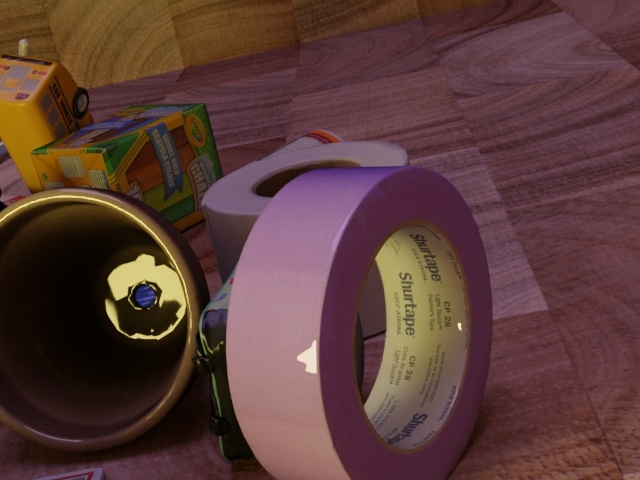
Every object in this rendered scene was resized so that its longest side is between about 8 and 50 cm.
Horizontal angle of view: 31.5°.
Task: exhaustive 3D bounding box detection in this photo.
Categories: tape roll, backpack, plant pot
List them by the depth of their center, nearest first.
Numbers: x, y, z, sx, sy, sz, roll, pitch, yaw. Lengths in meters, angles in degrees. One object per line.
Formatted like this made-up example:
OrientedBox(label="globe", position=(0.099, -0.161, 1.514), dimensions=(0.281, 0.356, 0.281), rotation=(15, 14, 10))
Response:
OrientedBox(label="tape roll", position=(0.042, 0.076, 0.938), dimensions=(0.090, 0.274, 0.275), rotation=(1, 24, 35))
OrientedBox(label="backpack", position=(-0.033, 0.099, 1.086), dimensions=(0.145, 0.165, 0.188), rotation=(-9, 23, 8))
OrientedBox(label="plant pot", position=(-0.221, 0.074, 1.219), dimensions=(0.263, 0.263, 0.229), rotation=(-9, 1, 11))
OrientedBox(label="tape roll", position=(0.000, 0.000, 1.336), dimensions=(0.246, 0.169, 0.246), rotation=(-12, 20, 4))

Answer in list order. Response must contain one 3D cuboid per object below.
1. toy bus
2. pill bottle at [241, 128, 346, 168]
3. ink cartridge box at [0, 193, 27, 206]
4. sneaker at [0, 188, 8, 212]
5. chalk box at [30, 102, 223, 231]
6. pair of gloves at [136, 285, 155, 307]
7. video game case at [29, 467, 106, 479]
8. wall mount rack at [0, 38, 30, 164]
OrientedBox(label="toy bus", position=(-0.435, -0.160, 1.867), dimensions=(0.108, 0.332, 0.130), rotation=(10, 56, 17))
OrientedBox(label="pill bottle", position=(-0.051, -0.071, 1.637), dimensions=(0.121, 0.121, 0.221), rotation=(4, 26, 40))
OrientedBox(label="ink cartridge box", position=(-0.563, -0.002, 1.798), dimensions=(0.237, 0.100, 0.172), rotation=(6, 26, 45))
OrientedBox(label="sneaker", position=(-0.500, -0.003, 1.554), dimensions=(0.350, 0.148, 0.131), rotation=(-3, 22, -2))
OrientedBox(label="chalk box", position=(-0.274, -0.111, 1.804), dimensions=(0.179, 0.180, 0.289), rotation=(4, 27, 40))
OrientedBox(label="pair of gloves", position=(-0.281, 0.069, 1.544), dimensions=(0.159, 0.023, 0.198), rotation=(-17, 20, -12))
OrientedBox(label="video game case", position=(-0.298, 0.289, 0.940), dimensions=(0.204, 0.025, 0.285), rotation=(-11, 19, 3))
OrientedBox(label="wall mount rack", position=(-0.584, -0.169, 1.825), dimensions=(0.304, 0.130, 0.350), rotation=(-35, 6, 27))
